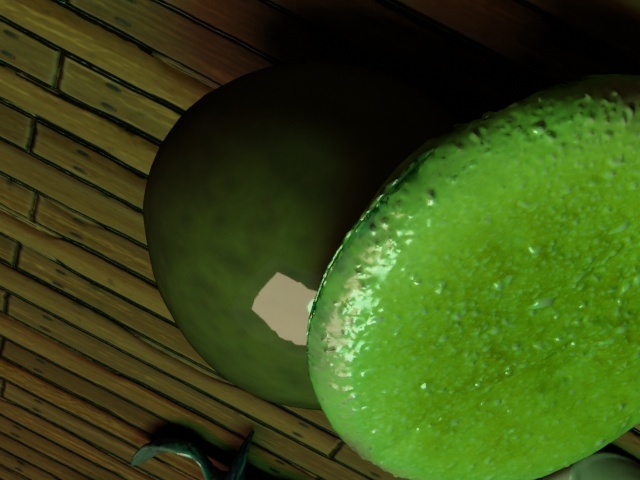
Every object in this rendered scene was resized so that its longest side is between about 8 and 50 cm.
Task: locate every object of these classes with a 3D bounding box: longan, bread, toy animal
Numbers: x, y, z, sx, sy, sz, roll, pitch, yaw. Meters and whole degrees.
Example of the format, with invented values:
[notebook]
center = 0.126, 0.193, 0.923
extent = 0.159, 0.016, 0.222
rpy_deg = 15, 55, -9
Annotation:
[longan]
center = 0.000, 0.000, 1.163
extent = 0.248, 0.248, 0.248
rpy_deg = 21, 154, 11
[bread]
center = 0.132, 0.031, 1.064
extent = 0.301, 0.301, 0.045
rpy_deg = 55, -178, -44
[toy animal]
center = -0.082, 0.263, 1.891
extent = 0.239, 0.176, 0.255
rpy_deg = 30, -171, 2

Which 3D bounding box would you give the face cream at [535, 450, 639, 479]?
[face cream]
center = 0.205, 0.247, 1.590
extent = 0.107, 0.073, 0.269
rpy_deg = 25, 155, -8
